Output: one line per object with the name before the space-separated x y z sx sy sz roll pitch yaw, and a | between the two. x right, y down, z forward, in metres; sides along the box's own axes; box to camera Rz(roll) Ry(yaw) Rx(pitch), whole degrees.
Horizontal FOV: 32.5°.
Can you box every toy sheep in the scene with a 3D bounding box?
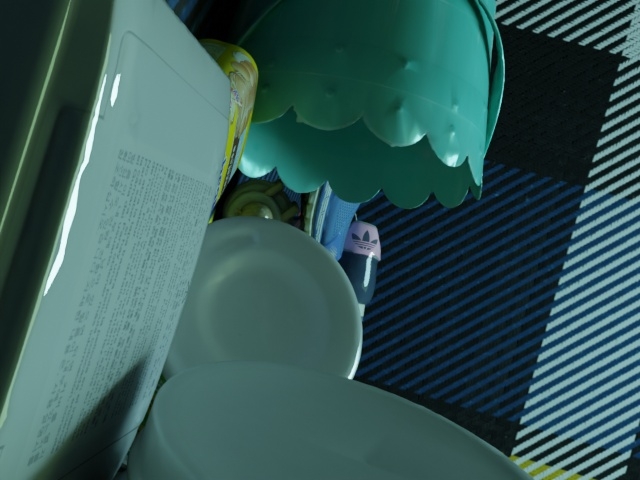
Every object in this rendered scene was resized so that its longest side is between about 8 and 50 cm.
toy sheep | -0.072 -0.031 1.278 0.132 0.091 0.091 -92 -162 -87

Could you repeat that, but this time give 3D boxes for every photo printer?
photo printer | -0.127 0.010 0.485 0.307 0.107 0.256 6 102 -87

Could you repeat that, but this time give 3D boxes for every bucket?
bucket | 0.034 -0.151 1.025 0.281 0.281 0.183 83 17 -80

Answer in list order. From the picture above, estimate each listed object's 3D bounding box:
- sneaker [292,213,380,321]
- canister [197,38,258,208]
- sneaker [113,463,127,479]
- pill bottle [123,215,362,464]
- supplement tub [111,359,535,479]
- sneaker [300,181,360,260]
sneaker | 0.000 0.000 1.468 0.319 0.112 0.131 37 -71 61
canister | -0.100 -0.070 0.810 0.170 0.073 0.126 -70 175 -62
sneaker | -0.171 0.224 0.939 0.067 0.078 0.188 100 7 -58
pill bottle | -0.081 0.088 0.754 0.245 0.136 0.136 -42 -154 58
supplement tub | -0.031 0.246 0.519 0.235 0.235 0.325 -58 168 -77
sneaker | 0.072 -0.113 1.248 0.130 0.147 0.330 -92 -157 -67
